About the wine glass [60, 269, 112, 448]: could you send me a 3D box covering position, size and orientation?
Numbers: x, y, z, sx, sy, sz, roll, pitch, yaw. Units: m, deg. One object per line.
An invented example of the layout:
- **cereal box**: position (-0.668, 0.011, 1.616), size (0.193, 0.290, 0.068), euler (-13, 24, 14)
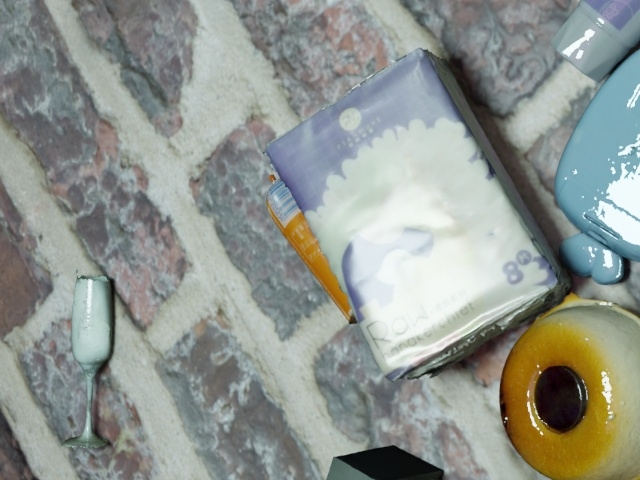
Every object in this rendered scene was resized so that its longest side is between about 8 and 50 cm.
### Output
- **wine glass**: position (-0.341, 0.173, 2.039), size (0.074, 0.074, 0.262), euler (6, 95, 34)

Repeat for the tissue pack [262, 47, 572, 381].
- **tissue pack**: position (0.116, -0.026, 1.661), size (0.242, 0.125, 0.343), euler (-32, 74, 14)

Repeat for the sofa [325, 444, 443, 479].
- **sofa**: position (0.077, 0.303, 1.709), size (0.085, 0.147, 0.060), euler (22, 100, 32)

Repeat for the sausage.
- **sausage**: position (0.000, 0.000, 1.797), size (0.071, 0.071, 0.234), euler (-47, 68, 26)

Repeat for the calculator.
- **calculator**: position (0.365, -0.084, 1.561), size (0.188, 0.042, 0.302), euler (35, 109, 27)

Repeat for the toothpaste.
- **toothpaste**: position (0.399, -0.338, 1.513), size (0.125, 0.080, 0.371), euler (47, 111, 24)

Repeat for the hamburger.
- **hamburger**: position (0.303, 0.178, 1.554), size (0.237, 0.147, 0.237), euler (-3, 86, 46)
